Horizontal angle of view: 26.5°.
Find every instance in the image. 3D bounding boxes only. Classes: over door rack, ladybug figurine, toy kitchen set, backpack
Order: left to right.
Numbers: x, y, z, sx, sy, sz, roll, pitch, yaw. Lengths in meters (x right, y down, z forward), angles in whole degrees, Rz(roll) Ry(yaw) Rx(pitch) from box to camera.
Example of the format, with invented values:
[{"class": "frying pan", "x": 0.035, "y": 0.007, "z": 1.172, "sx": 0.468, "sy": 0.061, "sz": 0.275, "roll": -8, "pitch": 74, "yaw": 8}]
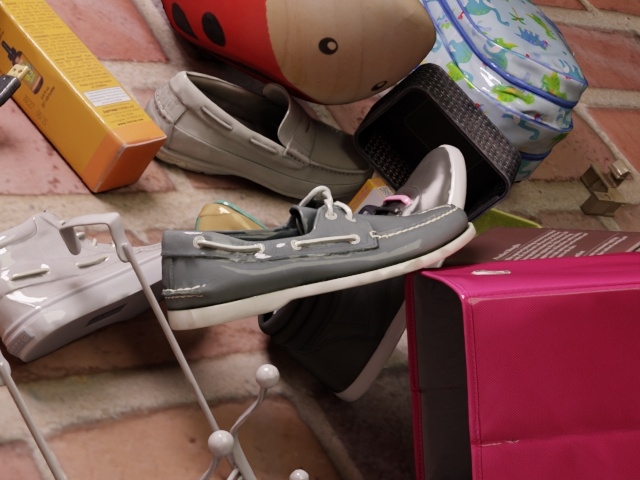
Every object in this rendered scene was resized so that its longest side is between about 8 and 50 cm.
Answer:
[{"class": "over door rack", "x": -0.138, "y": 0.146, "z": 1.107, "sx": 0.324, "sy": 0.108, "sz": 0.239, "roll": 56, "pitch": 30, "yaw": -11}, {"class": "ladybug figurine", "x": -0.054, "y": -0.279, "z": 1.644, "sx": 0.305, "sy": 0.162, "sz": 0.449, "roll": 30, "pitch": 0, "yaw": -39}, {"class": "backpack", "x": 0.226, "y": -0.246, "z": 1.935, "sx": 0.290, "sy": 0.273, "sz": 0.355, "roll": 26, "pitch": 46, "yaw": -31}, {"class": "toy kitchen set", "x": 0.427, "y": -0.091, "z": 2.071, "sx": 0.075, "sy": 0.068, "sz": 0.083, "roll": 3, "pitch": 46, "yaw": -42}]

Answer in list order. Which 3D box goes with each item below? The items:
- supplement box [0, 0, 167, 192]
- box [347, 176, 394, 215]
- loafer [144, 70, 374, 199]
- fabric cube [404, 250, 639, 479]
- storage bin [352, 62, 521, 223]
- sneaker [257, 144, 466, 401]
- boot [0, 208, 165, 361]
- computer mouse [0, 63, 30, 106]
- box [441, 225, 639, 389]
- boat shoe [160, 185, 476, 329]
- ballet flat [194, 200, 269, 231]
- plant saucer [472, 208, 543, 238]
[{"class": "supplement box", "x": -0.274, "y": -0.163, "z": 1.463, "sx": 0.233, "sy": 0.078, "sz": 0.080, "roll": 47, "pitch": 33, "yaw": 13}, {"class": "box", "x": 0.082, "y": 0.002, "z": 1.604, "sx": 0.028, "sy": 0.081, "sz": 0.136, "roll": -10, "pitch": 56, "yaw": -50}, {"class": "loafer", "x": -0.055, "y": -0.125, "z": 1.598, "sx": 0.319, "sy": 0.111, "sz": 0.112, "roll": 9, "pitch": 43, "yaw": -38}, {"class": "fabric cube", "x": 0.232, "y": 0.148, "z": 1.249, "sx": 0.258, "sy": 0.259, "sz": 0.254, "roll": -4, "pitch": 4, "yaw": -7}, {"class": "storage bin", "x": 0.143, "y": -0.110, "z": 1.657, "sx": 0.180, "sy": 0.122, "sz": 0.084, "roll": 46, "pitch": 32, "yaw": -8}, {"class": "sneaker", "x": 0.040, "y": 0.005, "z": 1.406, "sx": 0.147, "sy": 0.104, "sz": 0.295, "roll": 31, "pitch": 78, "yaw": -19}, {"class": "boot", "x": -0.217, "y": 0.015, "z": 1.277, "sx": 0.123, "sy": 0.095, "sz": 0.258, "roll": 53, "pitch": 36, "yaw": 10}, {"class": "computer mouse", "x": -0.365, "y": -0.235, "z": 1.383, "sx": 0.184, "sy": 0.060, "sz": 0.262, "roll": 31, "pitch": 56, "yaw": -2}, {"class": "box", "x": 0.255, "y": 0.084, "z": 1.510, "sx": 0.203, "sy": 0.167, "sz": 0.168, "roll": 3, "pitch": 15, "yaw": 33}, {"class": "boat shoe", "x": 0.000, "y": 0.000, "z": 1.281, "sx": 0.319, "sy": 0.116, "sz": 0.099, "roll": -15, "pitch": 94, "yaw": -20}, {"class": "ballet flat", "x": -0.037, "y": 0.039, "z": 1.471, "sx": 0.232, "sy": 0.080, "sz": 0.073, "roll": 26, "pitch": 62, "yaw": -14}, {"class": "plant saucer", "x": 0.231, "y": 0.035, "z": 1.743, "sx": 0.188, "sy": 0.045, "sz": 0.188, "roll": 17, "pitch": 38, "yaw": -31}]
